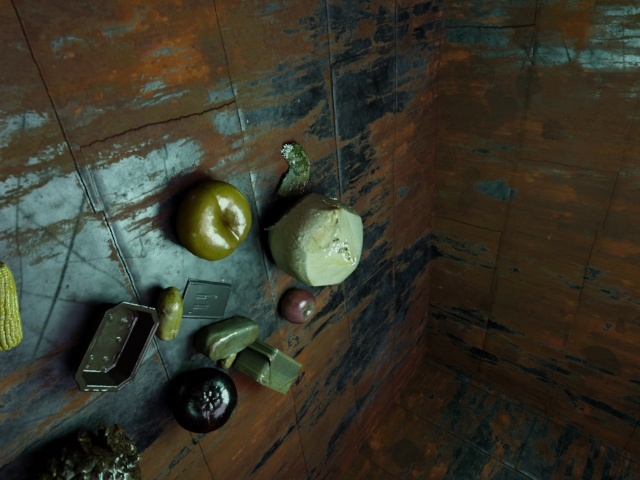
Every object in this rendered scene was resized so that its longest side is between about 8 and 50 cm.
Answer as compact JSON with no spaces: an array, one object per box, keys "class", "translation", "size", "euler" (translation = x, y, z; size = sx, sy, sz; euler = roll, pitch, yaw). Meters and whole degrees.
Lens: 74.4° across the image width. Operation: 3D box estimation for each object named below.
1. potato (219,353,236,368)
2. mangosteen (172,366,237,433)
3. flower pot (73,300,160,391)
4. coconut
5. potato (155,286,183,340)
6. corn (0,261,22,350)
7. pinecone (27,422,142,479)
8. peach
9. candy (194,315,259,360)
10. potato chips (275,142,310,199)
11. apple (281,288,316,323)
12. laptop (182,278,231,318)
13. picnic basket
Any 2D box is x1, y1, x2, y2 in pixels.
[{"class":"potato","translation":[-0.348,0.445,1.586],"size":[0.083,0.040,0.051],"euler":[-59,157,-15]},{"class":"mangosteen","translation":[-0.400,0.545,1.439],"size":[0.216,0.216,0.216],"euler":[-29,128,-45]},{"class":"flower pot","translation":[-0.571,0.280,1.159],"size":[0.179,0.084,0.251],"euler":[32,78,-54]},{"class":"coconut","translation":[0.000,0.000,1.579],"size":[0.346,0.360,0.347],"euler":[-31,131,-43]},{"class":"potato","translation":[-0.458,0.221,1.272],"size":[0.079,0.107,0.171],"euler":[12,97,-14]},{"class":"corn","translation":[-0.703,0.147,0.923],"size":[0.072,0.072,0.203],"euler":[-16,117,-51]},{"class":"pinecone","translation":[-0.620,0.661,1.110],"size":[0.295,0.298,0.242],"euler":[-7,138,-34]},{"class":"peach","translation":[-0.322,-0.063,1.288],"size":[0.251,0.153,0.251],"euler":[-41,141,-45]},{"class":"candy","translation":[-0.330,0.345,1.507],"size":[0.234,0.104,0.102],"euler":[-6,109,-53]},{"class":"potato chips","translation":[-0.103,-0.262,1.608],"size":[0.202,0.029,0.220],"euler":[-23,126,-48]},{"class":"apple","translation":[-0.098,0.277,1.788],"size":[0.153,0.120,0.154],"euler":[-30,133,-38]},{"class":"laptop","translation":[-0.389,0.203,1.435],"size":[0.197,0.016,0.135],"euler":[17,90,-56]},{"class":"picnic basket","translation":[-0.209,0.503,1.699],"size":[0.139,0.165,0.267],"euler":[-61,145,-16]}]
